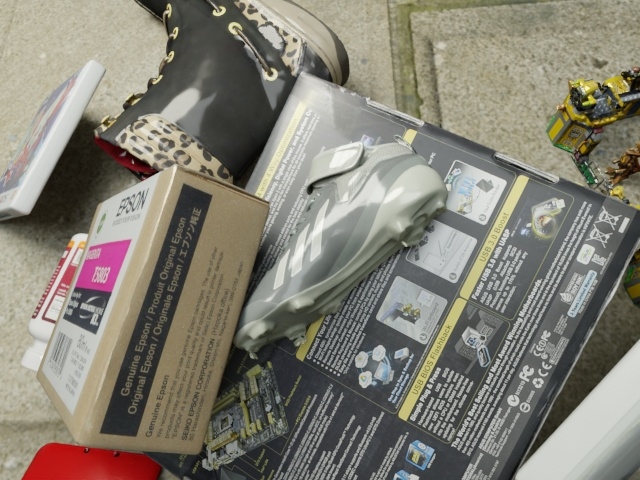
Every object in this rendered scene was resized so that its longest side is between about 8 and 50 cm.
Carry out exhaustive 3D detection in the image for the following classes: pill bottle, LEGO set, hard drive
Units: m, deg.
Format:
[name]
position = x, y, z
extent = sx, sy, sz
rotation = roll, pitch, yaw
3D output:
[pill bottle]
position = -0.271, 0.075, 0.522
extent = 0.086, 0.086, 0.151
rotation = 15, 72, 10
[LEGO set]
position = 0.414, -0.096, 0.471
extent = 0.255, 0.192, 0.330
rotation = -7, 69, 2
[hard drive]
position = 0.297, 0.077, 0.349
extent = 0.040, 0.203, 0.307
rotation = 47, 113, 43

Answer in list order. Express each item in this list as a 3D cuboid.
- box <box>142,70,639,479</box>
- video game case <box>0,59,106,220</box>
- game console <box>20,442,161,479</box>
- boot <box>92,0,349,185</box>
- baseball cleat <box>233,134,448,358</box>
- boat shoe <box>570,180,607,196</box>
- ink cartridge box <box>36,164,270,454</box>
[box]
position = 0.042, 0.089, 0.428
extent = 0.319, 0.097, 0.394
rotation = 26, 93, 11
[video game case]
position = -0.356, -0.120, 0.579
extent = 0.184, 0.023, 0.201
rotation = -2, 64, 45
[game console]
position = -0.247, 0.297, 0.476
extent = 0.144, 0.085, 0.123
rotation = 4, 101, 7
[boot]
position = -0.188, -0.224, 0.605
extent = 0.378, 0.138, 0.284
rotation = 34, 76, 10
[baseball cleat]
position = 0.000, 0.000, 0.370
extent = 0.206, 0.072, 0.109
rotation = -37, 61, 7
[boat shoe]
position = 0.145, -0.019, 0.516
extent = 0.325, 0.096, 0.116
rotation = 1, 71, 5
[ink cartridge box]
position = -0.160, 0.053, 0.405
extent = 0.088, 0.235, 0.193
rotation = 22, 73, -34
